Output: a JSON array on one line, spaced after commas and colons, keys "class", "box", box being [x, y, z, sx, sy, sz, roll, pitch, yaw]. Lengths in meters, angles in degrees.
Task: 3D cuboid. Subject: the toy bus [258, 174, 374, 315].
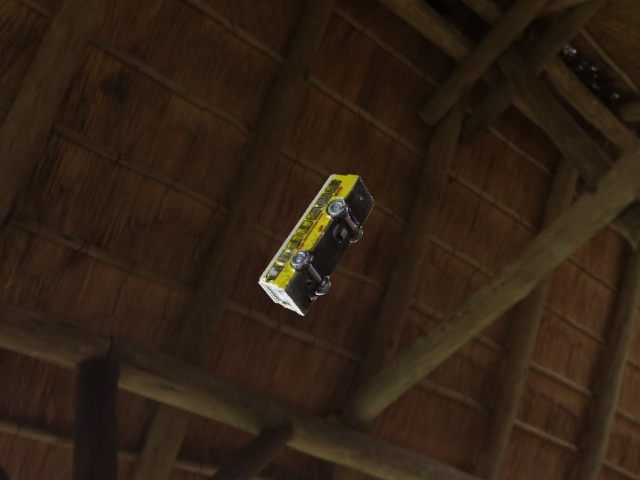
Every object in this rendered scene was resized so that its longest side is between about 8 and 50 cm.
[{"class": "toy bus", "box": [0.000, 0.000, 1.030, 0.226, 0.074, 0.081, -58, -42, -22]}]
